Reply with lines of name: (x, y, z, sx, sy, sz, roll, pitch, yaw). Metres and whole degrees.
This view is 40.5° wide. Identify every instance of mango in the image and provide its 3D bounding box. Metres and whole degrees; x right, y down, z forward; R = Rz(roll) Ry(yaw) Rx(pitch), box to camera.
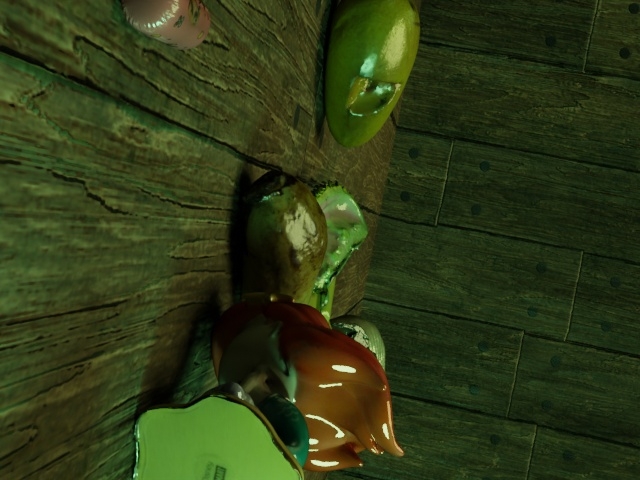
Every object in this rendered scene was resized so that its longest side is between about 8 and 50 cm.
mango: (0.069, -0.256, 1.292, 0.262, 0.130, 0.167, 100, 12, -48)

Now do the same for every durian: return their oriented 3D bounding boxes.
durian: (-0.010, 0.000, 1.223, 0.137, 0.095, 0.220, 60, 26, -19)

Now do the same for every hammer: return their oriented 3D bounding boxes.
hammer: (-0.096, -0.144, 0.545, 0.083, 0.043, 0.043, -18, 119, -80)
hammer: (0.001, 0.254, 1.426, 0.125, 0.027, 0.297, 54, 51, -22)

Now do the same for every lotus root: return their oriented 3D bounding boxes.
lotus root: (-0.043, 0.021, 0.986, 0.258, 0.097, 0.110, 98, 5, -51)

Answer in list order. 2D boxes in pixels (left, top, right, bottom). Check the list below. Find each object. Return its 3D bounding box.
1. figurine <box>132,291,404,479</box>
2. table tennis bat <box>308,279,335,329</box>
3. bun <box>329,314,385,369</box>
figurine: (-0.038, 0.156, 0.817, 0.181, 0.208, 0.257, 64, 26, -15)
table tennis bat: (-0.013, 0.139, 1.358, 0.368, 0.054, 0.224, -82, 151, -45)
bun: (0.026, 0.266, 1.619, 0.273, 0.168, 0.272, 6, 90, -71)
